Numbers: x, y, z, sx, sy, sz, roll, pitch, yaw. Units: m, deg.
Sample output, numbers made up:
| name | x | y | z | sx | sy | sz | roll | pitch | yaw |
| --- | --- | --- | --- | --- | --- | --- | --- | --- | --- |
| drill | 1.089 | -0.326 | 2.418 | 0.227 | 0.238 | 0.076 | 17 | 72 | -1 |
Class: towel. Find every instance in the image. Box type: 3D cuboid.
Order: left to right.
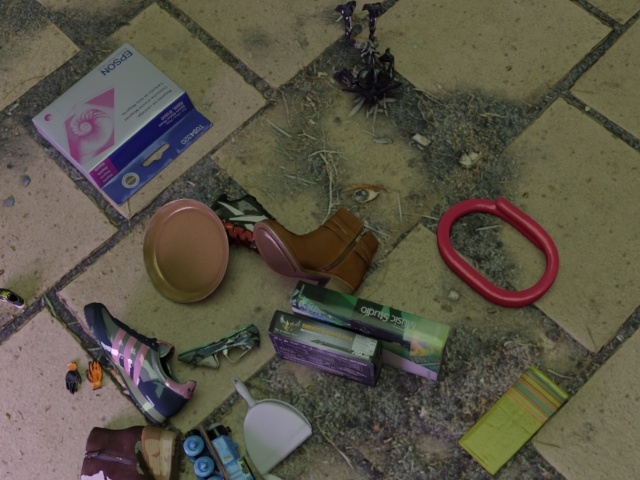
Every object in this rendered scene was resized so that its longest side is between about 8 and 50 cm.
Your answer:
| name | x | y | z | sx | sy | sz | roll | pitch | yaw |
| --- | --- | --- | --- | --- | --- | --- | --- | --- | --- |
| towel | 0.405 | 0.375 | 1.798 | 0.237 | 0.021 | 0.102 | -42 | 63 | -13 |

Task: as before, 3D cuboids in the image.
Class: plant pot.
| name | x | y | z | sx | sy | sz | roll | pitch | yaw |
| --- | --- | --- | --- | --- | --- | --- | --- | --- | --- |
| plant pot | -0.303 | 0.023 | 1.957 | 0.236 | 0.032 | 0.237 | 0 | 91 | 25 |

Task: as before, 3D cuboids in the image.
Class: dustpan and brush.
| name | x | y | z | sx | sy | sz | roll | pitch | yaw |
| --- | --- | --- | --- | --- | --- | --- | --- | --- | --- |
| dustpan and brush | -0.128 | 0.372 | 1.828 | 0.147 | 0.060 | 0.211 | -41 | 75 | 0 |

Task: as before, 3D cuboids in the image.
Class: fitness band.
| name | x | y | z | sx | sy | sz | roll | pitch | yaw |
| --- | --- | --- | --- | --- | --- | --- | --- | --- | --- |
| fitness band | 0.399 | 0.021 | 1.945 | 0.209 | 0.054 | 0.291 | -43 | 68 | -12 |

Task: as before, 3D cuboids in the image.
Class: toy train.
| name | x | y | z | sx | sy | sz | roll | pitch | yaw |
| --- | --- | --- | --- | --- | --- | --- | --- | --- | --- |
| toy train | -0.211 | 0.461 | 1.778 | 0.105 | 0.080 | 0.184 | -25 | 63 | -17 |

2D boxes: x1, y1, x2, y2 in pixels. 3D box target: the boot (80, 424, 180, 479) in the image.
| name | x | y | z | sx | sy | sz | roll | pitch | yaw |
| --- | --- | --- | --- | --- | --- | --- | --- | --- | --- |
| boot | -0.400 | 0.509 | 1.781 | 0.206 | 0.090 | 0.249 | -3 | 66 | 17 |

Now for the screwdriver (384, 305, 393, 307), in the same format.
| name | x | y | z | sx | sy | sz | roll | pitch | yaw |
| --- | --- | --- | --- | --- | --- | --- | --- | --- | --- |
| screwdriver | 0.080 | 0.156 | 1.921 | 0.169 | 0.025 | 0.024 | -8 | 65 | 2 |

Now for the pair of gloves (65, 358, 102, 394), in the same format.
| name | x | y | z | sx | sy | sz | roll | pitch | yaw |
| --- | --- | --- | --- | --- | --- | --- | --- | --- | --- |
| pair of gloves | -0.528 | 0.302 | 1.910 | 0.083 | 0.010 | 0.074 | -11 | 65 | 1 |

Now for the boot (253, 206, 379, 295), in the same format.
| name | x | y | z | sx | sy | sz | roll | pitch | yaw |
| --- | --- | --- | --- | --- | --- | --- | --- | --- | --- |
| boot | 0.000 | 0.000 | 1.893 | 0.283 | 0.109 | 0.220 | 44 | 61 | -16 |

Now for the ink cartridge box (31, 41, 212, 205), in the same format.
| name | x | y | z | sx | sy | sz | roll | pitch | yaw |
| --- | --- | --- | --- | --- | --- | --- | --- | --- | --- |
| ink cartridge box | -0.498 | -0.301 | 2.156 | 0.330 | 0.071 | 0.324 | 40 | 74 | 21 |

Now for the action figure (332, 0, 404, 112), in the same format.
| name | x | y | z | sx | sy | sz | roll | pitch | yaw |
| --- | --- | --- | --- | --- | --- | --- | --- | --- | --- |
| action figure | 0.115 | -0.451 | 2.141 | 0.164 | 0.141 | 0.276 | -7 | 91 | -7 |

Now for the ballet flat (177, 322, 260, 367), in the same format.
| name | x | y | z | sx | sy | sz | roll | pitch | yaw |
| --- | --- | --- | --- | --- | --- | --- | --- | --- | --- |
| ballet flat | -0.219 | 0.245 | 1.886 | 0.188 | 0.070 | 0.070 | -23 | 65 | -2 |

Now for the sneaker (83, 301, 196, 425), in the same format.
| name | x | y | z | sx | sy | sz | roll | pitch | yaw |
| --- | --- | --- | --- | --- | --- | --- | --- | --- | --- |
| sneaker | -0.390 | 0.241 | 1.871 | 0.131 | 0.112 | 0.319 | -38 | 76 | -2 |

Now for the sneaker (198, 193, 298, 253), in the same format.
| name | x | y | z | sx | sy | sz | roll | pitch | yaw |
| --- | --- | --- | --- | --- | --- | --- | --- | --- | --- |
| sneaker | -0.143 | -0.034 | 1.985 | 0.276 | 0.098 | 0.135 | 17 | 70 | 13 |

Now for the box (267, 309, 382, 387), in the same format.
| name | x | y | z | sx | sy | sz | roll | pitch | yaw |
| --- | --- | --- | --- | --- | --- | --- | --- | --- | --- |
| box | 0.014 | 0.230 | 1.805 | 0.231 | 0.183 | 0.056 | 16 | 69 | 12 |

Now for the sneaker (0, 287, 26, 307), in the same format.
| name | x | y | z | sx | sy | sz | roll | pitch | yaw |
| --- | --- | --- | --- | --- | --- | --- | --- | --- | --- |
| sneaker | -0.723 | 0.128 | 1.992 | 0.083 | 0.035 | 0.031 | 20 | 68 | 13 |

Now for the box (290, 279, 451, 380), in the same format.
| name | x | y | z | sx | sy | sz | roll | pitch | yaw |
| --- | --- | --- | --- | --- | --- | --- | --- | --- | --- |
| box | 0.104 | 0.191 | 1.788 | 0.321 | 0.232 | 0.059 | 15 | 67 | 12 |
